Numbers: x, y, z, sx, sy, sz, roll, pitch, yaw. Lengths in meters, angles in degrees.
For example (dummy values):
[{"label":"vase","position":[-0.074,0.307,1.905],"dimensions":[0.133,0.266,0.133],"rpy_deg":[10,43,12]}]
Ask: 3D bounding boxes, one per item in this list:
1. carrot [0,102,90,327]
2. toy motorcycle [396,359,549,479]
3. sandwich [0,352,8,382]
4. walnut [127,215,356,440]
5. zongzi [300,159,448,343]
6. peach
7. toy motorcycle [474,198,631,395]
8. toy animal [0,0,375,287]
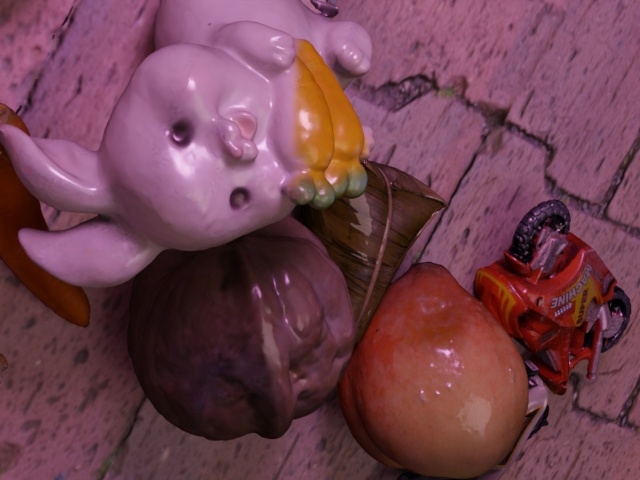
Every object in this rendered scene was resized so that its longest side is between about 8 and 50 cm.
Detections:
[{"label":"carrot","position":[-0.252,-0.008,1.340],"dimensions":[0.062,0.066,0.271],"rpy_deg":[-7,130,5]},{"label":"toy motorcycle","position":[0.166,0.242,1.849],"dimensions":[0.157,0.091,0.263],"rpy_deg":[9,118,-47]},{"label":"sandwich","position":[-0.372,0.110,1.239],"dimensions":[0.236,0.128,0.122],"rpy_deg":[22,89,-49]},{"label":"walnut","position":[-0.072,0.084,1.460],"dimensions":[0.224,0.224,0.224],"rpy_deg":[-23,127,-34]},{"label":"zongzi","position":[-0.002,0.002,1.558],"dimensions":[0.204,0.094,0.205],"rpy_deg":[26,94,-44]},{"label":"peach","position":[0.121,0.135,1.669],"dimensions":[0.232,0.232,0.232],"rpy_deg":[-23,127,-34]},{"label":"toy motorcycle","position":[0.270,0.068,1.860],"dimensions":[0.171,0.089,0.298],"rpy_deg":[-51,138,-7]},{"label":"toy animal","position":[-0.096,-0.101,1.278],"dimensions":[0.183,0.247,0.310],"rpy_deg":[61,40,-38]}]
